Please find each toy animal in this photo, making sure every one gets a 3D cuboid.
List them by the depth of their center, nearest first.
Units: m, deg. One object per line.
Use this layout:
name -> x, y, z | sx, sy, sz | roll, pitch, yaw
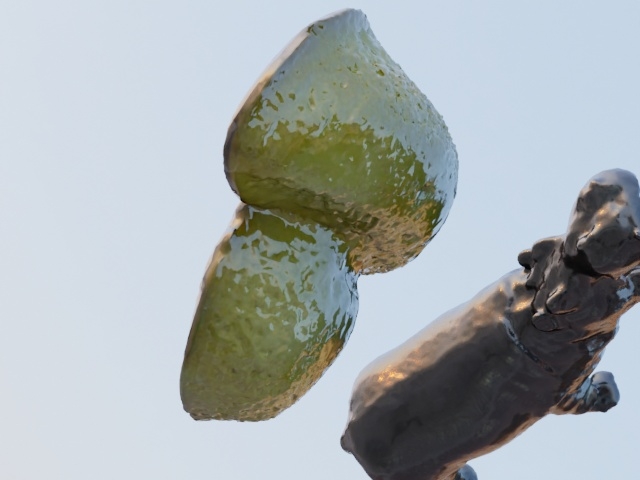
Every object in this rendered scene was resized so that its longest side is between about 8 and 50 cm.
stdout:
toy animal -> 0.153, 0.069, 1.336 | 0.343, 0.168, 0.106 | -47, -128, 37

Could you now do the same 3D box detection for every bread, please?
bread -> 0.000, 0.000, 0.692 | 0.065, 0.149, 0.187 | 28, -20, 14
